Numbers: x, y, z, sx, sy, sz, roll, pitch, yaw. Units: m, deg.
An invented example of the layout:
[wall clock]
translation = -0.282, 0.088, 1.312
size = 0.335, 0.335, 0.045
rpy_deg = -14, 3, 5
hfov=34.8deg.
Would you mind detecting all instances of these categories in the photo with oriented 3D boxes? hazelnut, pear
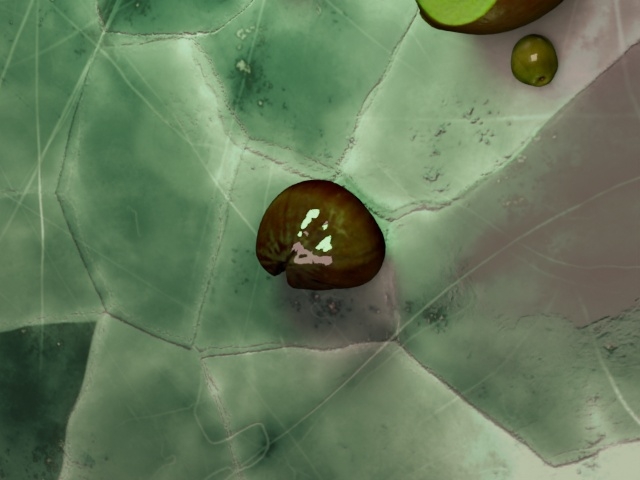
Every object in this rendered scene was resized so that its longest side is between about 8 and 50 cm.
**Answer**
[hazelnut]
translation = 0.000, 0.000, 1.941
size = 0.251, 0.217, 0.217
rpy_deg = 23, 105, 15
[pear]
translation = 0.380, -0.323, 1.824
size = 0.092, 0.092, 0.097
rpy_deg = -19, 50, 21

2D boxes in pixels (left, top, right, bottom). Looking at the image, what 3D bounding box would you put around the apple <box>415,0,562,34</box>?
[apple]
translation = 0.264, -0.522, 1.677
size = 0.374, 0.384, 0.375
rpy_deg = -16, 68, 43
